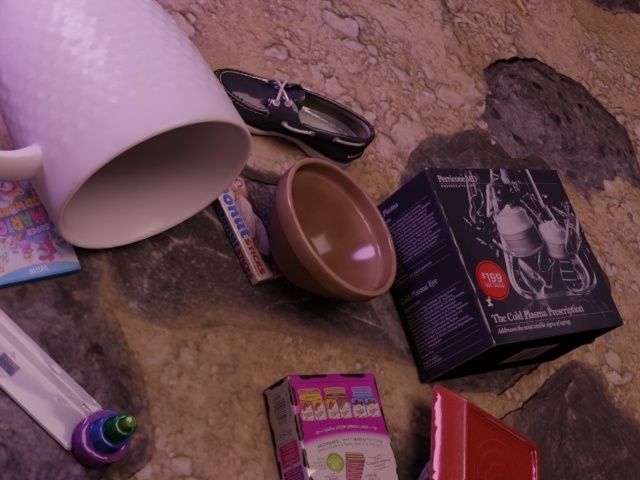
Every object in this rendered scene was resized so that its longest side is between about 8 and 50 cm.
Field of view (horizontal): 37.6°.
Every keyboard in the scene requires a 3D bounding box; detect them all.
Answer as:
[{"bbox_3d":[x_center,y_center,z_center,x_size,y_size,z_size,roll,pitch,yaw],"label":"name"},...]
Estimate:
[{"bbox_3d":[-0.379,0.147,1.157,0.256,0.014,0.072,45,51,-5],"label":"keyboard"}]

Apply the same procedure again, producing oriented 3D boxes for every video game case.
[{"bbox_3d":[-0.399,-0.023,1.241,0.119,0.015,0.166,-12,72,-41],"label":"video game case"}]

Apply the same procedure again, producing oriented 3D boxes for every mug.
[{"bbox_3d":[-0.325,-0.187,1.225,0.374,0.276,0.328,-18,67,-37],"label":"mug"}]

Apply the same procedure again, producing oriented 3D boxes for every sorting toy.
[{"bbox_3d":[-0.184,0.361,1.090,0.127,0.126,0.365,-14,75,-41],"label":"sorting toy"}]

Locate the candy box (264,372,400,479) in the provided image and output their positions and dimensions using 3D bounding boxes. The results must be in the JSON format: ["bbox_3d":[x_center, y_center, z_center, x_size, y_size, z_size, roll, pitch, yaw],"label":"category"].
[{"bbox_3d":[0.023,0.308,1.321,0.159,0.071,0.233,5,61,-36],"label":"candy box"}]

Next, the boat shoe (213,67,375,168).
[{"bbox_3d":[-0.048,-0.222,1.575,0.303,0.091,0.114,19,54,-27],"label":"boat shoe"}]

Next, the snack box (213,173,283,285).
[{"bbox_3d":[-0.114,-0.019,1.449,0.064,0.022,0.178,-16,75,-43],"label":"snack box"}]

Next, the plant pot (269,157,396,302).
[{"bbox_3d":[0.000,0.000,1.448,0.237,0.110,0.237,33,40,-33],"label":"plant pot"}]

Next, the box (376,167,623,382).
[{"bbox_3d":[0.297,0.051,1.612,0.343,0.179,0.312,-3,65,-39],"label":"box"}]

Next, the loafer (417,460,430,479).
[{"bbox_3d":[0.194,0.366,1.443,0.125,0.039,0.045,25,23,-43],"label":"loafer"}]

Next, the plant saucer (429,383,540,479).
[{"bbox_3d":[0.264,0.377,1.439,0.258,0.048,0.259,35,46,-34],"label":"plant saucer"}]
